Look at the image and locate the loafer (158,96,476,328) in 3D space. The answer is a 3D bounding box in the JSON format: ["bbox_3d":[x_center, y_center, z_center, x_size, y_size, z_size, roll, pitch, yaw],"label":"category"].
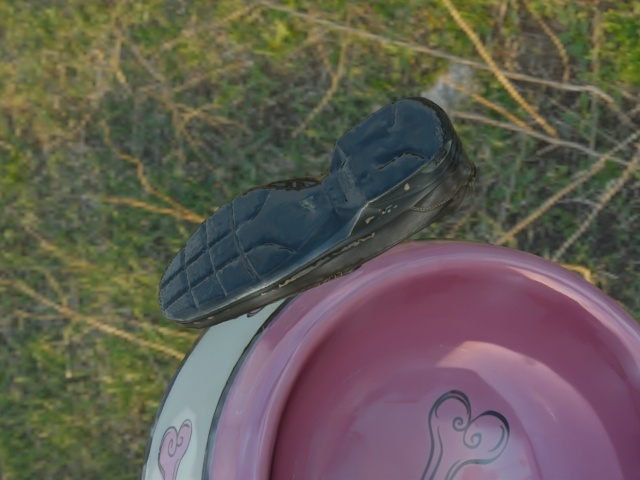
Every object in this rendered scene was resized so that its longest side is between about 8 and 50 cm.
[{"bbox_3d":[0.000,0.000,0.610,0.170,0.061,0.062,-28,49,15],"label":"loafer"}]

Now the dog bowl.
[{"bbox_3d":[0.088,0.181,0.858,0.150,0.408,0.408,142,118,-67],"label":"dog bowl"}]
